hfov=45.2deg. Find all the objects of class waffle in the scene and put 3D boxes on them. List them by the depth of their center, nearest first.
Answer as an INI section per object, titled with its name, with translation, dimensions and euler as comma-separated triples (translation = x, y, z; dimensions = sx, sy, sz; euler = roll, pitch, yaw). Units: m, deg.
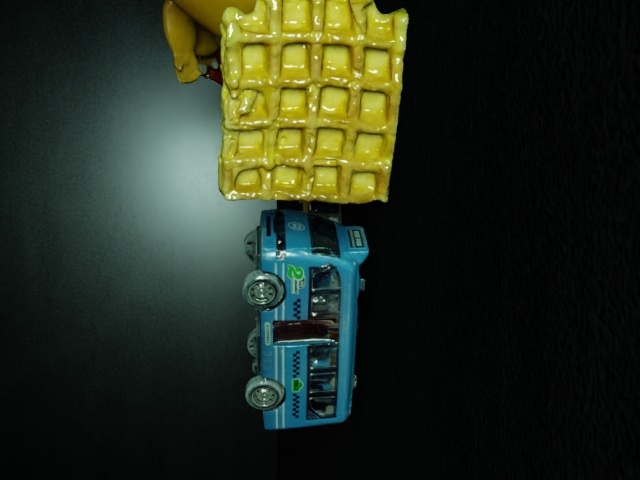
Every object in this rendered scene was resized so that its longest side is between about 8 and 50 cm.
[waffle]
translation = -0.011, -0.136, 0.673
dimensions = 0.055, 0.161, 0.210
euler = -101, 12, -59

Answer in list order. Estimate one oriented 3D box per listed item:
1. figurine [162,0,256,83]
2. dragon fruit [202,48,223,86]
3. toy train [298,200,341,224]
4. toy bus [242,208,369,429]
[figurine]
translation = -0.129, -0.333, 0.908
dimensions = 0.387, 0.401, 0.267
euler = -177, 75, -81
[dragon fruit]
translation = -0.086, -0.294, 1.162
dimensions = 0.161, 0.274, 0.126
euler = -56, 28, 14
[toy train]
translation = 0.000, 0.000, 1.039
dimensions = 0.081, 0.060, 0.202
euler = 135, 135, -71
[toy bus]
translation = -0.021, 0.091, 0.881
dimensions = 0.113, 0.134, 0.246
euler = -98, 9, -62
